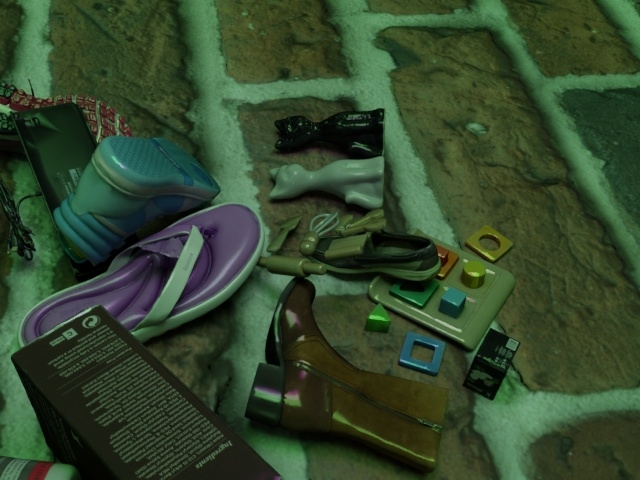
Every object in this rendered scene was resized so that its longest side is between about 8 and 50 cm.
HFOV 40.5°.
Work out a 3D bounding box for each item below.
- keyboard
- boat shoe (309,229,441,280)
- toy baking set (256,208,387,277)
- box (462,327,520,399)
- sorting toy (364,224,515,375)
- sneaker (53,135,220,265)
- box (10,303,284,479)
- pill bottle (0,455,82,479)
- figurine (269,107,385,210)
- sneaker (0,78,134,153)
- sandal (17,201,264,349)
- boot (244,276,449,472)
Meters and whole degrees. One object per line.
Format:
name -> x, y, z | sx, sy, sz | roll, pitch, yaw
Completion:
keyboard -> -0.433, -0.077, 1.405 | 0.202, 0.033, 0.317 | -16, 71, -30
boat shoe -> 0.085, 0.011, 1.402 | 0.224, 0.073, 0.080 | 8, 40, 21
toy baking set -> -0.004, 0.003, 1.377 | 0.256, 0.030, 0.197 | 2, 27, 46
box -> 0.254, 0.184, 1.290 | 0.052, 0.083, 0.062 | 27, 50, 14
sorting toy -> 0.203, 0.066, 1.415 | 0.196, 0.047, 0.347 | 28, 50, 17
sneaker -> -0.300, -0.055, 1.369 | 0.127, 0.208, 0.319 | 48, 15, 16
box -> -0.204, 0.265, 1.041 | 0.143, 0.191, 0.381 | -33, 47, -31
pill bottle -> -0.452, 0.331, 1.000 | 0.319, 0.176, 0.176 | 7, 48, -2
figurine -> 0.011, -0.149, 1.568 | 0.210, 0.092, 0.214 | 1, 48, 4
sneaker -> -0.476, -0.198, 1.528 | 0.299, 0.112, 0.120 | 16, 65, -10
sandal -> -0.255, 0.057, 1.297 | 0.416, 0.102, 0.169 | -34, 60, -22
boot -> 0.055, 0.183, 1.262 | 0.281, 0.096, 0.264 | 15, 39, 0
